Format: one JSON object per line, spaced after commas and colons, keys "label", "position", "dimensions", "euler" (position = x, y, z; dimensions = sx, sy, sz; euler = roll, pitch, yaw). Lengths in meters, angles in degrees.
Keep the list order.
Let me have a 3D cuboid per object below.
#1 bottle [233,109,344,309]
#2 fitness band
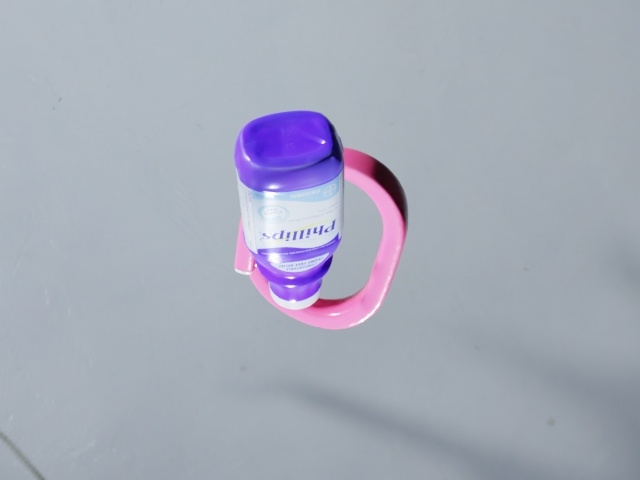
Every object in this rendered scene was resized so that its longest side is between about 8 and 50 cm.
{"label": "bottle", "position": [-0.033, -0.023, 1.149], "dimensions": [0.118, 0.092, 0.283], "euler": [-9, 144, -7]}
{"label": "fitness band", "position": [0.000, 0.000, 1.285], "dimensions": [0.208, 0.054, 0.291], "euler": [18, 132, 4]}
